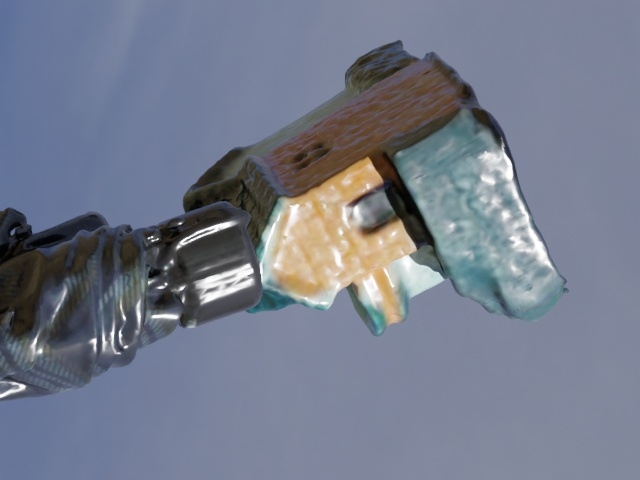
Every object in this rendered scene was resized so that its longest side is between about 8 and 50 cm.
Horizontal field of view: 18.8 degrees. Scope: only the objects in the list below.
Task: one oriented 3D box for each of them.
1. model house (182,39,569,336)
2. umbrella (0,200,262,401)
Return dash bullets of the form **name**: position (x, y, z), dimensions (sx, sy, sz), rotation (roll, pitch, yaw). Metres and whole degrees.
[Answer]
- **model house**: position (0.000, 0.000, 1.387), dimensions (0.253, 0.291, 0.184), rotation (-120, -175, -67)
- **umbrella**: position (-0.120, 0.037, 0.581), dimensions (0.071, 0.224, 0.080), rotation (6, -68, 68)
